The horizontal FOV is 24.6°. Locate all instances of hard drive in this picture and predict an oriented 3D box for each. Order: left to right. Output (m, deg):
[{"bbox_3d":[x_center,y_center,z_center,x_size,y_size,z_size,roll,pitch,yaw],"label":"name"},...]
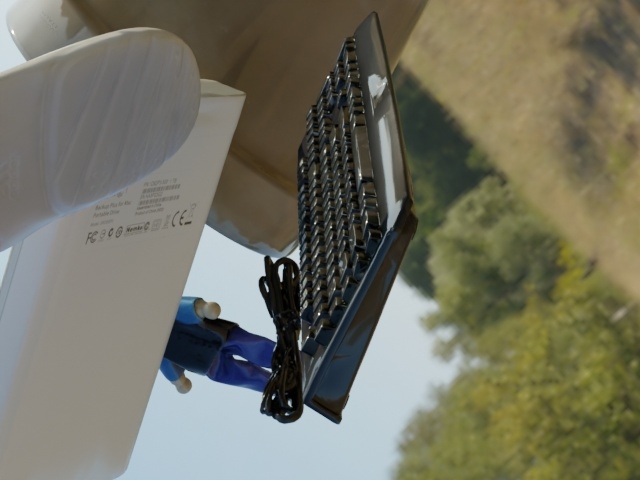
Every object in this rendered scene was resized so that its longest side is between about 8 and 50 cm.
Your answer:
[{"bbox_3d":[-0.153,0.040,1.005,0.040,0.307,0.203,24,-165,20],"label":"hard drive"}]

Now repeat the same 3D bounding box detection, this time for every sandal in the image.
[{"bbox_3d":[-0.179,-0.034,0.680,0.076,0.265,0.102,29,134,45],"label":"sandal"}]

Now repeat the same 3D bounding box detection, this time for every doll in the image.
[{"bbox_3d":[-0.098,0.093,1.260,0.189,0.129,0.046,22,-133,-8],"label":"doll"}]

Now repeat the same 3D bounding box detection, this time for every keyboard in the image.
[{"bbox_3d":[0.000,0.000,0.834,0.033,0.201,0.317,16,-156,-8],"label":"keyboard"}]

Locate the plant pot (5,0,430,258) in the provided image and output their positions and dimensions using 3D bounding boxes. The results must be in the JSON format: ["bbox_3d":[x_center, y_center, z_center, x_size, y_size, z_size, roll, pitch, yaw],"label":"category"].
[{"bbox_3d":[-0.057,-0.194,1.251,0.323,0.280,0.323,40,-169,-9],"label":"plant pot"}]
